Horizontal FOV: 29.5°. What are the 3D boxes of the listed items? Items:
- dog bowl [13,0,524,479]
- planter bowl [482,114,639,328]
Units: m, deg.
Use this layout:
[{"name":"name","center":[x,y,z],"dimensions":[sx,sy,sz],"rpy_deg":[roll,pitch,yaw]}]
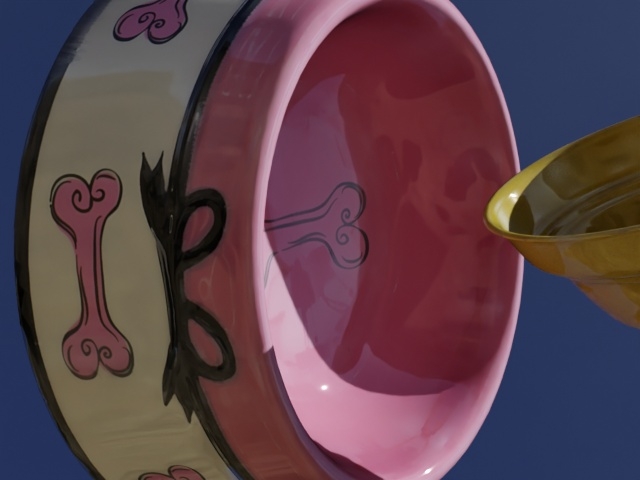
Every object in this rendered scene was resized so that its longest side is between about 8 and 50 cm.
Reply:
[{"name":"dog bowl","center":[0.000,0.000,0.813],"dimensions":[0.150,0.408,0.408],"rpy_deg":[1,-64,35]},{"name":"planter bowl","center":[0.207,-0.008,0.677],"dimensions":[0.217,0.217,0.090],"rpy_deg":[-17,-74,15]}]
